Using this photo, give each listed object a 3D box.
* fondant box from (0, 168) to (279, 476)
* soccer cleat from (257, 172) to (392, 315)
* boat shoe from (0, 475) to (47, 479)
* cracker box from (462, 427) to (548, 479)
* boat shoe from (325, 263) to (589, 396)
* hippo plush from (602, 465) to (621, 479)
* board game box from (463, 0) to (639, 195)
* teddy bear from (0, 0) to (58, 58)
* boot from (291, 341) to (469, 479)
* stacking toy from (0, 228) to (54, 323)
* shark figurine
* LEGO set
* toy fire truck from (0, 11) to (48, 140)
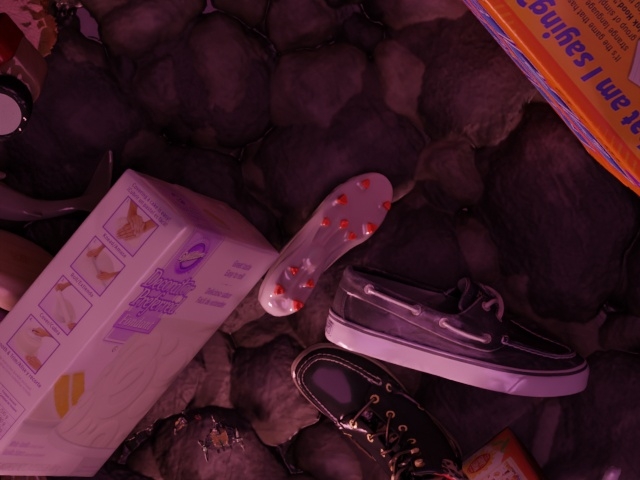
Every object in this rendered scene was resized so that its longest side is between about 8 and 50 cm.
[{"bbox_3d":[-0.218,0.094,1.853,0.096,0.238,0.330,42,99,21],"label":"fondant box"},{"bbox_3d":[0.000,0.000,1.947,0.068,0.076,0.196,45,77,-18],"label":"soccer cleat"},{"bbox_3d":[-0.354,0.271,1.900,0.123,0.324,0.116,39,74,25],"label":"boat shoe"},{"bbox_3d":[0.155,0.331,2.016,0.232,0.156,0.067,-38,108,5],"label":"cracker box"},{"bbox_3d":[0.160,0.093,1.977,0.301,0.108,0.102,15,106,-4],"label":"boat shoe"},{"bbox_3d":[0.315,0.453,2.079,0.236,0.234,0.294,29,59,-32],"label":"hippo plush"},{"bbox_3d":[0.330,-0.290,1.746,0.356,0.356,0.356,-41,107,6],"label":"board game box"},{"bbox_3d":[-0.306,-0.346,1.792,0.245,0.113,0.338,-7,100,-12],"label":"teddy bear"},{"bbox_3d":[0.077,0.214,1.957,0.236,0.178,0.085,38,99,-17],"label":"boot"},{"bbox_3d":[-0.394,0.153,1.915,0.141,0.141,0.330,26,108,-14],"label":"stacking toy"},{"bbox_3d":[-0.347,-0.062,1.858,0.278,0.116,0.166,30,102,-13],"label":"shark figurine"},{"bbox_3d":[-0.123,0.216,2.019,0.083,0.023,0.054,40,96,-3],"label":"LEGO set"},{"bbox_3d":[-0.409,-0.167,1.676,0.217,0.158,0.246,-32,112,16],"label":"toy fire truck"}]
